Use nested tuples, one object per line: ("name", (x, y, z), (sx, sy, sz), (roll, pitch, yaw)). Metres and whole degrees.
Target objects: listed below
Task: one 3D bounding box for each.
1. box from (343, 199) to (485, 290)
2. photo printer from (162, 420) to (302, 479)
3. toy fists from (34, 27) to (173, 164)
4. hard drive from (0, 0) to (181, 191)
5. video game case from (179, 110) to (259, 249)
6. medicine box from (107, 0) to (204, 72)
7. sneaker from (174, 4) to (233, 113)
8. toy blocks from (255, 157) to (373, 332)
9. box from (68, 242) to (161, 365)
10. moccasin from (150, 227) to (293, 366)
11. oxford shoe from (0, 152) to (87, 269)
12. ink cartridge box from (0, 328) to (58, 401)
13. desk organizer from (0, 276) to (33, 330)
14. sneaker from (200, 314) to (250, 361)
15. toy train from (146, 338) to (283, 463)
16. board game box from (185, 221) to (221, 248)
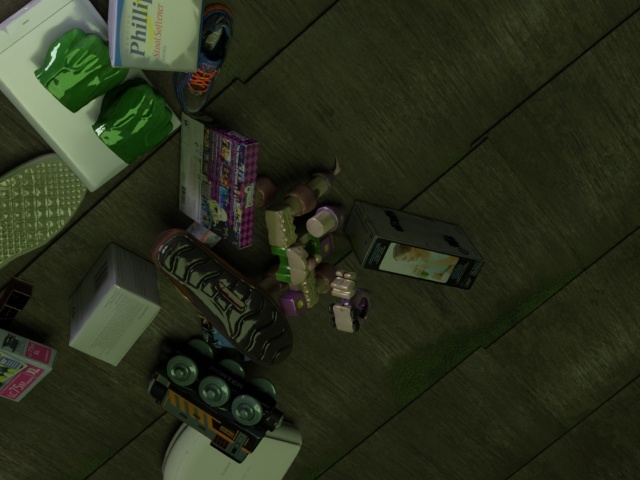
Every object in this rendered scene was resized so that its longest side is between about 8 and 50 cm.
("box", (0.212, 0.011, 2.000), (0.290, 0.169, 0.087), (13, 118, -24))
("photo printer", (-0.236, 0.549, 2.219), (0.307, 0.107, 0.256), (22, 111, -26))
("toy fists", (-0.394, -0.277, 1.633), (0.142, 0.096, 0.279), (-39, 125, 5))
("hard drive", (-0.464, -0.293, 1.675), (0.233, 0.047, 0.353), (-38, 123, -4))
("video game case", (-0.212, -0.128, 1.775), (0.042, 0.210, 0.232), (-20, 128, -40))
("medicine box", (-0.286, -0.463, 1.500), (0.149, 0.289, 0.263), (1, 119, -16))
("sneaker", (-0.230, -0.350, 1.704), (0.083, 0.087, 0.221), (11, 116, -21))
("toy blocks", (0.000, 0.000, 1.886), (0.260, 0.309, 0.289), (-36, 126, -46))
("box", (-0.446, 0.136, 1.871), (0.119, 0.181, 0.182), (31, 107, -28))
("moccasin", (-0.206, 0.122, 1.826), (0.380, 0.147, 0.139), (39, 85, -17))
("oxford shoe", (-0.663, -0.018, 1.761), (0.449, 0.130, 0.169), (-45, 119, -5))
("ink cartridge box", (-0.757, 0.244, 1.882), (0.311, 0.065, 0.186), (29, 131, -26))
("desk organizer", (-0.677, 0.149, 1.890), (0.047, 0.050, 0.130), (26, 110, -27))
("sneaker", (-0.225, 0.174, 1.991), (0.147, 0.130, 0.330), (-37, 123, 4))
("toy train", (-0.252, 0.374, 2.035), (0.334, 0.142, 0.190), (31, 112, 5))
("board game box", (-0.279, 0.010, 1.892), (0.154, 0.103, 0.026), (-44, 121, 11))
